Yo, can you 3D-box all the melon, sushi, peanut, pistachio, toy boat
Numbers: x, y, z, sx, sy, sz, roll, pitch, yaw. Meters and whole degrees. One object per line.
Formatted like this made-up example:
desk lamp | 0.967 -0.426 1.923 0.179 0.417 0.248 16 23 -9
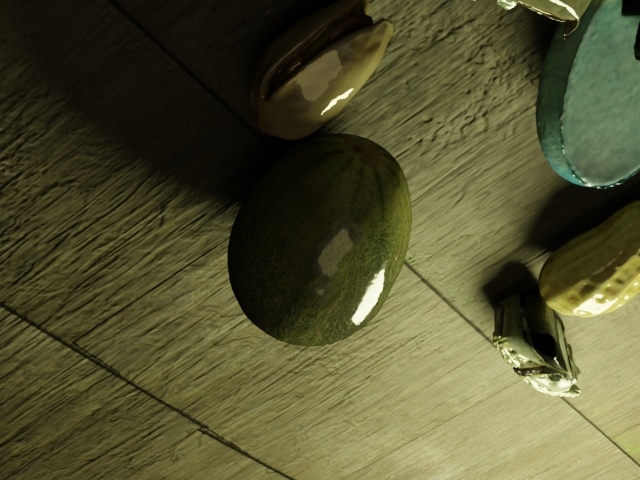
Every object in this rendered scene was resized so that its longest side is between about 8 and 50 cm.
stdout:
melon | 0.000 0.000 1.627 0.248 0.248 0.329 9 125 -21
sushi | 0.373 0.190 2.004 0.109 0.134 0.273 -13 152 19
peanut | 0.491 0.018 1.845 0.305 0.147 0.147 -37 131 16
pistachio | -0.005 -0.223 1.496 0.223 0.126 0.152 -45 161 22
toy boat | 0.400 -0.233 1.608 0.215 0.123 0.330 -7 124 -18

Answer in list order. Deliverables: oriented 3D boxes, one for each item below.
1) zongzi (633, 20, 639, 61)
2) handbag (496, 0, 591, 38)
zongzi | 0.501 -0.397 1.354 0.383 0.319 0.362 -40 102 -1
handbag | 0.308 -0.385 1.409 0.182 0.117 0.270 15 120 -25
